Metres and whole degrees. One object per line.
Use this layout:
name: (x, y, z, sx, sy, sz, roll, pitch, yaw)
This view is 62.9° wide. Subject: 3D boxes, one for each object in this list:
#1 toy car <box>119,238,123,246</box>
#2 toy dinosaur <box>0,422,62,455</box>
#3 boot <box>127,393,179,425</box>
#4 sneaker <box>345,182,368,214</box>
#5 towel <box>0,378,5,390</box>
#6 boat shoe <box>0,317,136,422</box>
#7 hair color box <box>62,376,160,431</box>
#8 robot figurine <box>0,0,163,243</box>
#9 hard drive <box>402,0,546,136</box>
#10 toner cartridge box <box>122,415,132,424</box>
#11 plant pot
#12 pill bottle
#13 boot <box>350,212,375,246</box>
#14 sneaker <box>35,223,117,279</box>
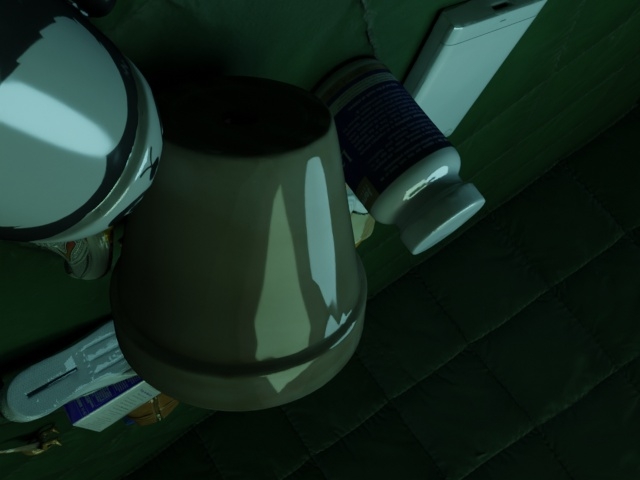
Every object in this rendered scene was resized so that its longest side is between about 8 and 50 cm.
toy car: (-0.267, 0.021, 0.808, 0.060, 0.040, 0.122, -30, 163, -20)
toy dinosaur: (-0.703, 0.506, 1.282, 0.112, 0.064, 0.211, -31, 164, -14)
boot: (-0.397, 0.394, 1.399, 0.283, 0.109, 0.220, -25, 142, -19)
sneaker: (0.049, -0.108, 0.999, 0.271, 0.100, 0.108, -17, 122, -76)
towel: (-0.561, 0.241, 0.857, 0.067, 0.029, 0.119, -27, 163, -30)
boat shoe: (-0.427, 0.220, 0.968, 0.119, 0.121, 0.335, -19, 180, 41)
hair color box: (-0.403, 0.294, 1.209, 0.339, 0.110, 0.185, -29, 162, -16)
robot figurine: (-0.218, -0.090, 0.326, 0.209, 0.173, 0.278, -30, 165, 7)
hard drive: (0.233, -0.285, 0.956, 0.233, 0.047, 0.353, -28, 163, -26)
toner cartridge box: (-0.425, 0.410, 1.567, 0.348, 0.075, 0.165, -38, 163, 10)
plant pot: (-0.091, -0.023, 0.606, 0.323, 0.323, 0.280, -25, 137, -34)
pill bottle: (0.105, -0.119, 0.758, 0.153, 0.265, 0.153, -33, 164, -11)
boot: (0.000, 0.001, 1.200, 0.211, 0.295, 0.104, -6, 147, 42)
sneaker: (-0.285, -0.024, 0.594, 0.092, 0.088, 0.225, -4, 151, -25)
